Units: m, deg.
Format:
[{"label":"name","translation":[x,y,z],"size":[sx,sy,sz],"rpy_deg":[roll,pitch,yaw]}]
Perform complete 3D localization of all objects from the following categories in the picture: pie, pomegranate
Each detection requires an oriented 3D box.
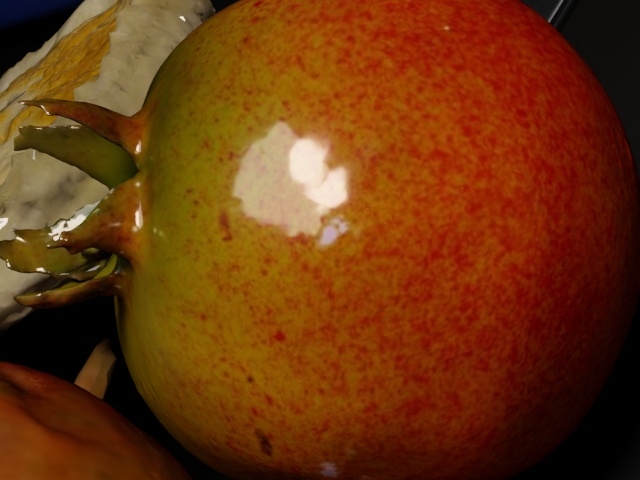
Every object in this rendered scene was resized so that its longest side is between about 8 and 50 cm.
[{"label":"pie","translation":[-0.174,-0.018,0.840],"size":[0.339,0.077,0.339],"rpy_deg":[-38,15,12]},{"label":"pomegranate","translation":[0.000,0.000,0.656],"size":[0.221,0.257,0.220],"rpy_deg":[-173,90,-79]}]

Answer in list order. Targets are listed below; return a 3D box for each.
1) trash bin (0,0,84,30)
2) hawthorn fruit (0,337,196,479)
[{"label":"trash bin","translation":[-0.189,-0.219,0.994],"size":[0.235,0.184,0.162],"rpy_deg":[-15,53,36]},{"label":"hawthorn fruit","translation":[-0.142,0.164,0.654],"size":[0.277,0.277,0.298],"rpy_deg":[-6,50,35]}]
